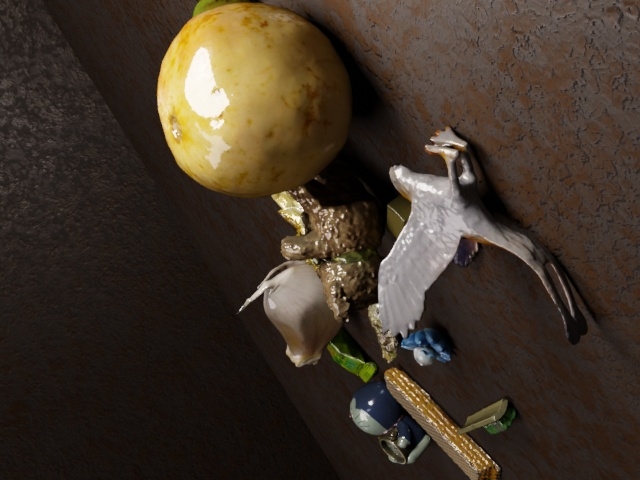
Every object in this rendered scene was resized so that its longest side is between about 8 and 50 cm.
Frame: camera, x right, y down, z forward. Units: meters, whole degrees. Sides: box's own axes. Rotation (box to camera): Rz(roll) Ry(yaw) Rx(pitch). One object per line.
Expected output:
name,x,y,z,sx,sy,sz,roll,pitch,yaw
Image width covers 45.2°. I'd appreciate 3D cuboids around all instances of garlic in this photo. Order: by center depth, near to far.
garlic,-0.069,0.144,2.023,0.340,0.246,0.231,49,-176,-44

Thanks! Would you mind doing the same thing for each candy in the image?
candy,0.065,0.319,2.282,0.246,0.069,0.149,49,161,15

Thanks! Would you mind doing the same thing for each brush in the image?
brush,0.166,0.009,1.421,0.103,0.047,0.233,51,166,21
brush,0.350,0.384,1.632,0.048,0.054,0.282,39,161,8

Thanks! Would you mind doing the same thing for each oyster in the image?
oyster,0.153,0.213,1.856,0.165,0.053,0.108,63,153,-1

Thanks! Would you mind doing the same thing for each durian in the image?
durian,0.005,-0.002,1.634,0.224,0.140,0.078,34,170,16

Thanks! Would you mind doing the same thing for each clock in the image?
clock,0.188,0.515,2.189,0.243,0.146,0.199,50,159,2

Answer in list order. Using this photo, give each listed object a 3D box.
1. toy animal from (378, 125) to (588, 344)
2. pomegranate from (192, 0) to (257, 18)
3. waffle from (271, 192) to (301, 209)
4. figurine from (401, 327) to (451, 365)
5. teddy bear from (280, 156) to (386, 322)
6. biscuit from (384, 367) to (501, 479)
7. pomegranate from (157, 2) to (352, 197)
toy animal,0.222,-0.007,1.105,0.284,0.225,0.302,7,121,44
pomegranate,-0.174,-0.392,1.440,0.148,0.148,0.169,57,170,-7
waffle,-0.023,-0.068,1.781,0.274,0.057,0.168,50,163,17
figurine,0.226,0.223,1.611,0.114,0.079,0.114,26,164,8
teddy bear,0.020,-0.017,1.467,0.296,0.246,0.222,37,125,35
biscuit,0.297,0.465,1.933,0.379,0.054,0.094,44,161,34
pomegranate,-0.099,-0.225,1.283,0.342,0.342,0.342,49,163,21
